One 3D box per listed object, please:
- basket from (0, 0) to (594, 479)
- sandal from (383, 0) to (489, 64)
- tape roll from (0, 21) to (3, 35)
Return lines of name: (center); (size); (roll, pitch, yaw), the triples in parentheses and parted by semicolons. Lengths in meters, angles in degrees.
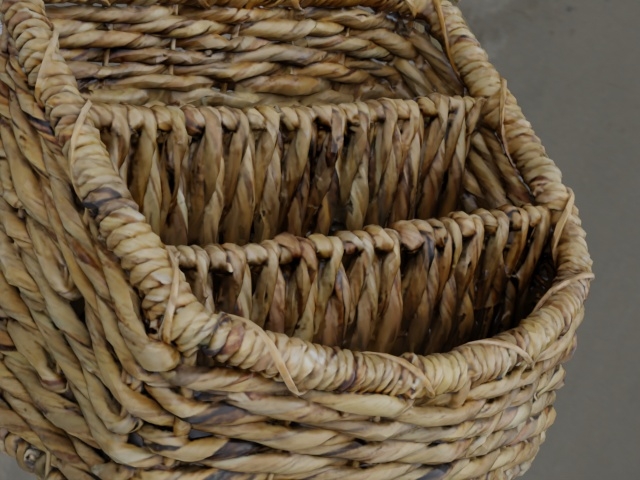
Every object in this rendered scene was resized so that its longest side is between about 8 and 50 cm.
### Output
basket: (0.000, 0.000, 0.731); (0.299, 0.213, 0.223); (-5, 116, -43)
sandal: (0.087, -0.166, 1.308); (0.088, 0.240, 0.079); (29, 128, -31)
tape roll: (-0.195, -0.074, 0.941); (0.090, 0.275, 0.275); (-37, 117, 4)
